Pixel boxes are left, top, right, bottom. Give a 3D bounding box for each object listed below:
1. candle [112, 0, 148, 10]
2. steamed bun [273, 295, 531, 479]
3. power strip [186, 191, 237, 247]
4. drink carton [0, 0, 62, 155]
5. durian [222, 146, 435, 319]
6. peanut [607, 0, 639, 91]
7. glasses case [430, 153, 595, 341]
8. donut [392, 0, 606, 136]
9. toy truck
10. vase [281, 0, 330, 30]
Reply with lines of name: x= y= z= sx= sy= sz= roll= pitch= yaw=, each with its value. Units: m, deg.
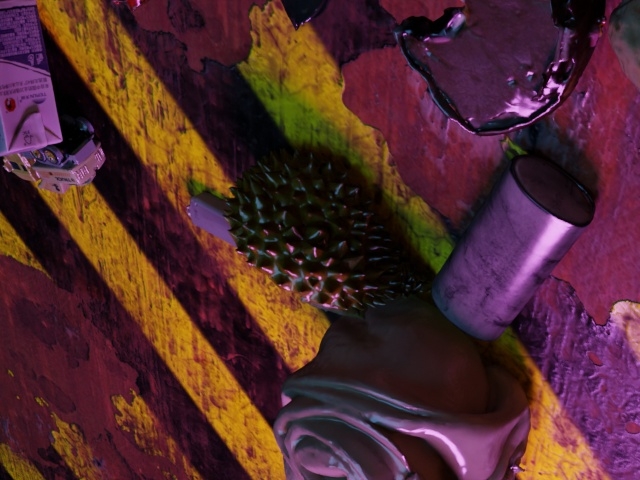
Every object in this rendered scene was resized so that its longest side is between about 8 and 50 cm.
candle: x=-0.203 y=-0.321 z=1.813 sx=0.052 sy=0.131 sz=0.052 roll=32 pitch=146 yaw=25
steamed bun: x=0.088 y=0.269 z=1.973 sx=0.342 sy=0.255 sz=0.367 roll=25 pitch=119 yaw=20
power strip: x=-0.089 y=0.001 z=2.143 sx=0.253 sy=0.027 sz=0.060 roll=28 pitch=143 yaw=26
drink carton: x=-0.466 y=-0.235 z=2.176 sx=0.134 sy=0.102 sz=0.222 roll=-1 pitch=101 yaw=48
durian: x=0.000 y=0.000 z=1.934 sx=0.306 sy=0.172 sz=0.166 roll=29 pitch=170 yaw=12
peanut: x=0.373 y=-0.149 z=1.357 sx=0.257 sy=0.123 sz=0.123 roll=38 pitch=148 yaw=20
glasses case: x=0.218 y=0.015 z=1.769 sx=0.114 sy=0.060 sz=0.299 roll=38 pitch=148 yaw=7
donut: x=0.147 y=-0.280 z=1.454 sx=0.345 sy=0.136 sz=0.259 roll=49 pitch=146 yaw=-7
toy truck: x=-0.411 y=-0.129 z=2.322 sx=0.191 sy=0.085 sz=0.116 roll=11 pitch=137 yaw=41
vase: x=-0.052 y=-0.355 z=1.635 sx=0.237 sy=0.115 sz=0.115 roll=55 pitch=148 yaw=-5
